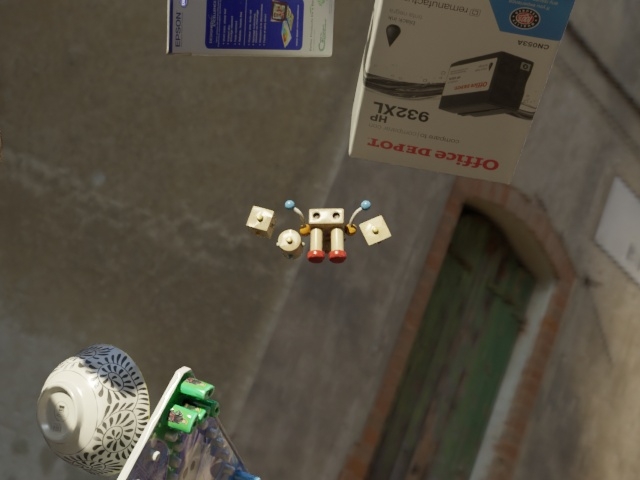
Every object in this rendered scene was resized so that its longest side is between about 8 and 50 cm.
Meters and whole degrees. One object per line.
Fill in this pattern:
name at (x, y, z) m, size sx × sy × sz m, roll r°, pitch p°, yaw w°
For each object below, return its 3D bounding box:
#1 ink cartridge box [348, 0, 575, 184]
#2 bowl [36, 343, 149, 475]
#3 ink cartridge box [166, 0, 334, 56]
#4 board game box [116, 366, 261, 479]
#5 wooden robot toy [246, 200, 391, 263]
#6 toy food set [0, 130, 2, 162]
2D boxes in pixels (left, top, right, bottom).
ink cartridge box at (0.169, -0.235, 1.425) m, size 0.223 × 0.129 × 0.307 m, roll 10°, pitch -45°, yaw -2°
bowl at (-0.304, 0.215, 1.436) m, size 0.170 × 0.170 × 0.080 m, roll 10°, pitch 2°, yaw 36°
ink cartridge box at (-0.095, -0.303, 1.362) m, size 0.065 × 0.165 × 0.332 m, roll 10°, pitch 12°, yaw 31°
board game box at (-0.200, 0.417, 1.482) m, size 0.050 × 0.390 × 0.390 m, roll 17°, pitch -28°, yaw 20°
wooden robot toy at (0.000, 0.000, 1.383) m, size 0.173 × 0.076 × 0.079 m, roll 0°, pitch -22°, yaw 5°
toy food set at (-0.252, -0.066, 0.770) m, size 0.020 × 0.083 × 0.082 m, roll 2°, pitch 15°, yaw 38°
